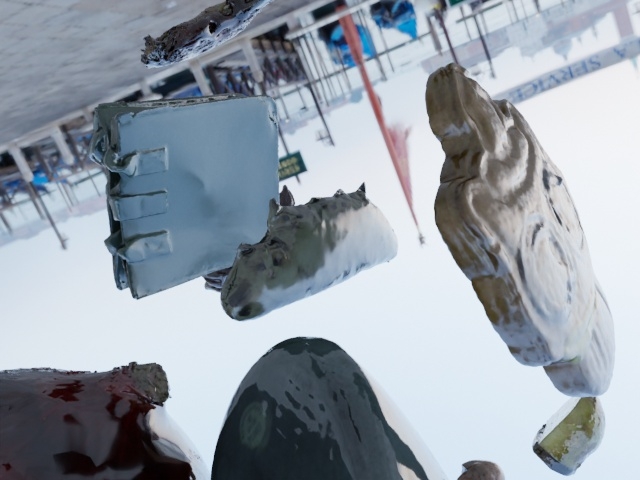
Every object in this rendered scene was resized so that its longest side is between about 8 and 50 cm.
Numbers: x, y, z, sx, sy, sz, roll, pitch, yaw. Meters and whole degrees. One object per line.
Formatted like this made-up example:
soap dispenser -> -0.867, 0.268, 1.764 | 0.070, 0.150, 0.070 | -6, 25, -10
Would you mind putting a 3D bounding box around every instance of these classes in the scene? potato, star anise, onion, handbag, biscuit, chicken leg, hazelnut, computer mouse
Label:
potato -> 0.345, 0.251, 0.776 | 0.096, 0.066, 0.103 | -22, 147, -56
star anise -> -0.127, 0.010, 1.065 | 0.214, 0.099, 0.220 | -48, 173, -32
onion -> -0.195, 0.181, 0.486 | 0.195, 0.272, 0.272 | -57, -159, -11
handbag -> -0.172, -0.068, 0.789 | 0.079, 0.247, 0.260 | 23, -150, 39
biscuit -> 0.169, -0.010, 0.459 | 0.041, 0.290, 0.208 | -21, -161, 39
chicken leg -> -0.135, -0.307, 0.805 | 0.253, 0.051, 0.106 | -28, -165, 4
hazelnut -> 0.267, 0.404, 0.978 | 0.086, 0.086, 0.086 | -21, -168, 5
computer mouse -> 0.026, 0.226, 0.368 | 0.188, 0.122, 0.371 | -53, -147, 25

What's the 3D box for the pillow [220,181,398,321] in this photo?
pillow -> 0.001, -0.001, 0.532 | 0.051, 0.093, 0.241 | 9, -163, 40
